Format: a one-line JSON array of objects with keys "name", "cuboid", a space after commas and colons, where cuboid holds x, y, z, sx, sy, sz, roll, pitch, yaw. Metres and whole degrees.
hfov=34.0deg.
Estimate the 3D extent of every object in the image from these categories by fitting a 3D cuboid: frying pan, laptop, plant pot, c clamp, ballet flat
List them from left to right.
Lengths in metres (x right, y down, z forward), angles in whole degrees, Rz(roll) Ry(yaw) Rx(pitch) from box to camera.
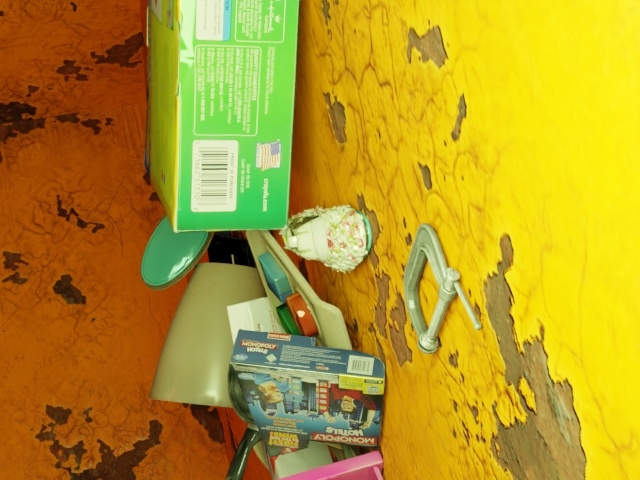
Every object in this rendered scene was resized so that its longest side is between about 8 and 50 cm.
[{"name": "ballet flat", "cuboid": [-0.249, -0.053, 2.095, 0.124, 0.116, 0.343, 44, -111, -80]}, {"name": "plant pot", "cuboid": [-0.194, 0.187, 2.067, 0.256, 0.256, 0.274, 153, 124, -77]}, {"name": "laptop", "cuboid": [-0.168, 0.084, 2.313, 0.264, 0.136, 0.234, 9, 111, 50]}, {"name": "frying pan", "cuboid": [-0.082, 0.275, 1.741, 0.197, 0.053, 0.326, -23, 58, 39]}, {"name": "ballet flat", "cuboid": [0.000, 0.000, 1.343, 0.241, 0.077, 0.091, 177, 86, -77]}, {"name": "c clamp", "cuboid": [0.109, 0.058, 1.029, 0.161, 0.022, 0.137, 104, 153, -60]}]

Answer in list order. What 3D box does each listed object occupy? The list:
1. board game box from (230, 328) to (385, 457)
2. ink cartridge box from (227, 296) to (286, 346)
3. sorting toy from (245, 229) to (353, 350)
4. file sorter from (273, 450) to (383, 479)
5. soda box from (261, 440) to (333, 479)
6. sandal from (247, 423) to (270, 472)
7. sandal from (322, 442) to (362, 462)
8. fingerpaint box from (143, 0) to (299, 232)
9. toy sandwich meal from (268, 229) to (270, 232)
[{"name": "board game box", "cuboid": [-0.015, 0.210, 1.365, 0.060, 0.194, 0.194, -79, -6, -45]}, {"name": "ink cartridge box", "cuboid": [-0.080, 0.145, 1.609, 0.198, 0.067, 0.115, 0, -101, -66]}, {"name": "sorting toy", "cuboid": [-0.016, 0.143, 1.459, 0.229, 0.041, 0.307, 45, 158, 46]}, {"name": "file sorter", "cuboid": [-0.034, 0.439, 1.377, 0.202, 0.290, 0.182, 94, 158, -49]}, {"name": "soda box", "cuboid": [-0.040, 0.366, 1.775, 0.286, 0.098, 0.091, -112, 17, -45]}, {"name": "sandal", "cuboid": [-0.059, 0.430, 2.024, 0.079, 0.088, 0.240, -43, 60, 38]}, {"name": "sandal", "cuboid": [0.004, 0.266, 1.473, 0.219, 0.060, 0.090, 68, 164, -15]}, {"name": "fingerpaint box", "cuboid": [-0.145, -0.275, 1.453, 0.371, 0.163, 0.445, -133, 44, -67]}, {"name": "toy sandwich meal", "cuboid": [-0.101, -0.023, 1.897, 0.085, 0.029, 0.086, 47, 145, 48]}]
